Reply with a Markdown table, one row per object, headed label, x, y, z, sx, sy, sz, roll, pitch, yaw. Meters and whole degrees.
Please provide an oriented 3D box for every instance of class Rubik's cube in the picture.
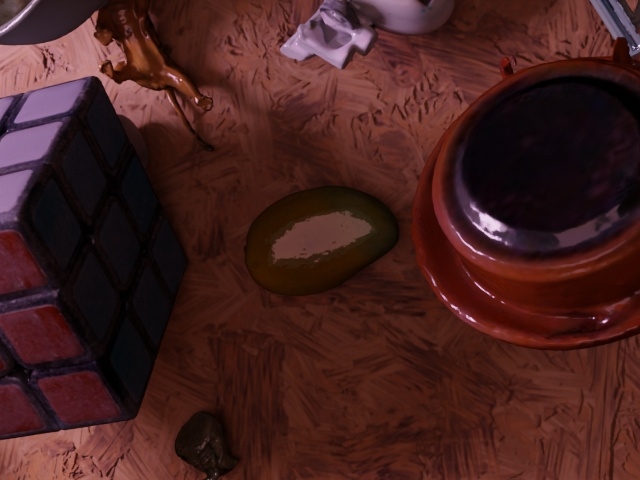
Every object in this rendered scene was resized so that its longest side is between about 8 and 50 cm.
| label | x | y | z | sx | sy | sz | roll | pitch | yaw |
| --- | --- | --- | --- | --- | --- | --- | --- | --- | --- |
| Rubik's cube | -0.368 | 0.026 | 1.305 | 0.304 | 0.301 | 0.305 | -9 | 127 | 15 |

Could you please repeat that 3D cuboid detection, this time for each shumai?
| label | x | y | z | sx | sy | sz | roll | pitch | yaw |
| --- | --- | --- | --- | --- | --- | --- | --- | --- | --- |
| shumai | -0.140 | 0.271 | 1.448 | 0.080 | 0.082 | 0.083 | 33 | 122 | -28 |

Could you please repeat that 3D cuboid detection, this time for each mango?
| label | x | y | z | sx | sy | sz | roll | pitch | yaw |
| --- | --- | --- | --- | --- | --- | --- | --- | --- | --- |
| mango | 0.000 | 0.000 | 1.360 | 0.195 | 0.092 | 0.130 | -8 | 92 | 11 |

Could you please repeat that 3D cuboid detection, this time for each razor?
| label | x | y | z | sx | sy | sz | roll | pitch | yaw |
| --- | --- | --- | --- | --- | --- | --- | --- | --- | --- |
| razor | 0.432 | -0.326 | 1.236 | 0.278 | 0.056 | 0.111 | -33 | 94 | 9 |

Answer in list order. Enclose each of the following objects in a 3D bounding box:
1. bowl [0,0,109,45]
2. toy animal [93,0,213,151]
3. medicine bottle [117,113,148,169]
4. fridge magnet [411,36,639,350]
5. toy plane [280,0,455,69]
| label | x | y | z | sx | sy | sz | roll | pitch | yaw |
| --- | --- | --- | --- | --- | --- | --- | --- | --- | --- |
| bowl | -0.324 | -0.354 | 1.330 | 0.289 | 0.146 | 0.289 | -10 | 73 | 37 |
| toy animal | -0.210 | -0.222 | 1.406 | 0.114 | 0.116 | 0.255 | -22 | 103 | 4 |
| medicine bottle | -0.296 | -0.103 | 1.437 | 0.130 | 0.080 | 0.080 | -22 | 89 | 17 |
| fridge magnet | 0.266 | -0.054 | 1.194 | 0.364 | 0.155 | 0.363 | -13 | 57 | 20 |
| toy plane | 0.038 | -0.326 | 1.303 | 0.267 | 0.122 | 0.266 | -1 | 80 | 7 |
